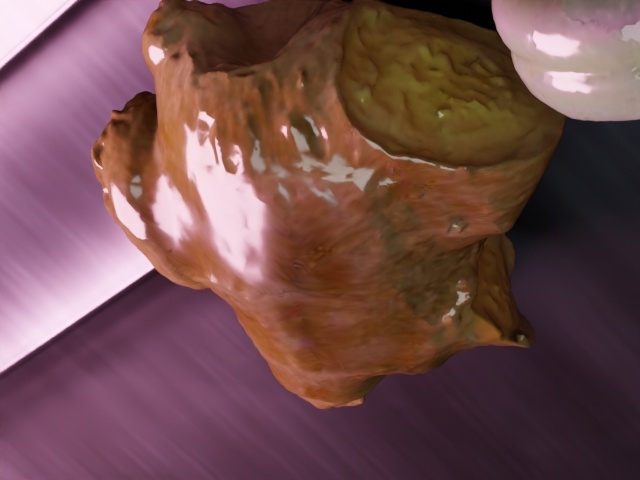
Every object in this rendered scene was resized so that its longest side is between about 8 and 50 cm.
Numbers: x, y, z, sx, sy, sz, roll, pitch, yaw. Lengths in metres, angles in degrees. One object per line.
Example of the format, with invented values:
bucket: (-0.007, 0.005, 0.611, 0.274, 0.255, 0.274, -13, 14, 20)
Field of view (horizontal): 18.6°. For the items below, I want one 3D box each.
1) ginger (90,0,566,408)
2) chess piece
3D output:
ginger: (0.000, 0.000, 0.907, 0.219, 0.123, 0.270, 17, 136, 4)
chess piece: (0.100, -0.190, 0.703, 0.139, 0.139, 0.271, -7, 116, 29)
